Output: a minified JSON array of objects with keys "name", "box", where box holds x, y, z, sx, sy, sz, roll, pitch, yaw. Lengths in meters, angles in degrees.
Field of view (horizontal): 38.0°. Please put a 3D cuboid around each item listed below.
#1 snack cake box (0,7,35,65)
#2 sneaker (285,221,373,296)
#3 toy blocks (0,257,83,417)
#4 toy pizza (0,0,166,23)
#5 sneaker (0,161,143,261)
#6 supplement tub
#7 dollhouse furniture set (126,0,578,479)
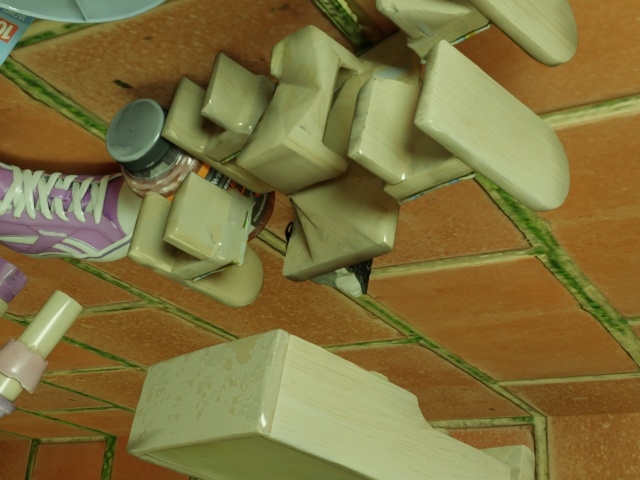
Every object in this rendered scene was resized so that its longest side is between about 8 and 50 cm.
[{"name":"snack cake box","box":[-0.359,-0.178,0.653,0.152,0.089,0.264,-49,143,15]},{"name":"sneaker","box":[0.000,0.001,1.142,0.108,0.100,0.271,6,158,11]},{"name":"toy blocks","box":[-0.499,0.078,1.071,0.309,0.260,0.288,24,159,26]},{"name":"toy pizza","box":[-0.175,-0.208,0.584,0.201,0.032,0.201,3,156,1]},{"name":"sneaker","box":[-0.317,-0.043,1.088,0.282,0.102,0.161,-10,151,32]},{"name":"supplement tub","box":[-0.136,-0.071,0.975,0.106,0.106,0.198,-7,156,26]},{"name":"dollhouse furniture set","box":[0.040,0.015,0.759,0.256,0.394,0.362,31,146,-33]}]
